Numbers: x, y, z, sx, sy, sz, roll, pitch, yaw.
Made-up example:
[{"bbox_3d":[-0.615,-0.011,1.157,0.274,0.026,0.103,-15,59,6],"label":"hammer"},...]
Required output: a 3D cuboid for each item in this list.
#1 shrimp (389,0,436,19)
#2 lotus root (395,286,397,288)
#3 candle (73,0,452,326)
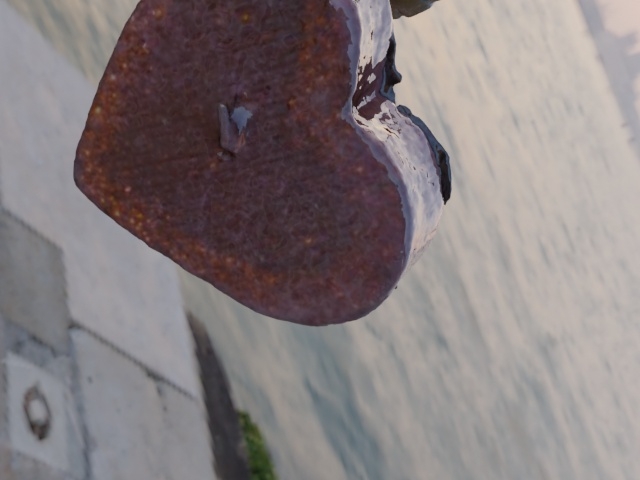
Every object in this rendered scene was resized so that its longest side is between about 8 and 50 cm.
[{"bbox_3d":[0.026,-0.281,1.165,0.223,0.126,0.047,30,18,19],"label":"shrimp"},{"bbox_3d":[-0.002,0.002,1.481,0.159,0.135,0.095,15,88,-33],"label":"lotus root"},{"bbox_3d":[-0.065,-0.087,0.994,0.131,0.287,0.317,-39,118,-62],"label":"candle"}]
